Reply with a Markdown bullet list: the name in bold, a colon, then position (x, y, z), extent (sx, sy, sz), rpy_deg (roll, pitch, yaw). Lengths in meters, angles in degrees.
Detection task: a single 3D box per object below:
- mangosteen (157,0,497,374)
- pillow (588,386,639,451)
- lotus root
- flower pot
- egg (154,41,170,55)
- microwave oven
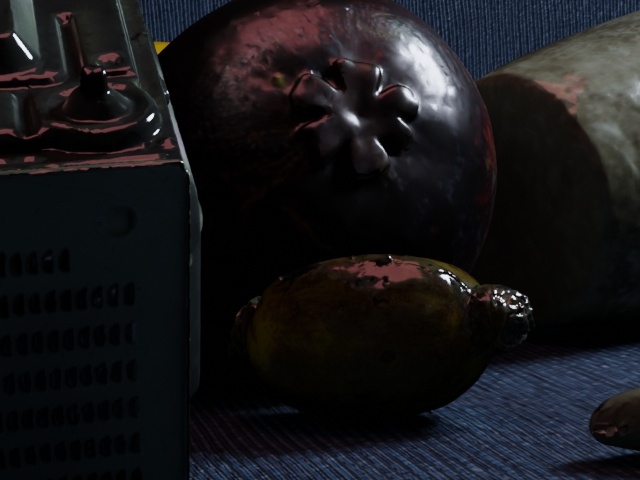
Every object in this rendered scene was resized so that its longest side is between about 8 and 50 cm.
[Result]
- **mangosteen**: position (-0.022, -0.041, 1.322), extent (0.330, 0.330, 0.330), rpy_deg (-4, 5, 0)
- **pillow**: position (0.271, 0.096, 0.941), extent (0.241, 0.051, 0.093), rpy_deg (-3, 5, 29)
- **lotus root**: position (0.040, 0.065, 1.125), extent (0.210, 0.120, 0.120), rpy_deg (-6, 4, 20)
- **flower pot**: position (0.287, -0.058, 1.482), extent (0.330, 0.293, 0.294), rpy_deg (-16, 11, -34)
- **egg**: position (-0.198, -0.071, 1.851), extent (0.345, 0.283, 0.283), rpy_deg (-9, 2, 29)
- **microwave oven**: position (-0.248, -0.042, 0.980), extent (0.333, 0.247, 0.394), rpy_deg (-6, 32, -11)
